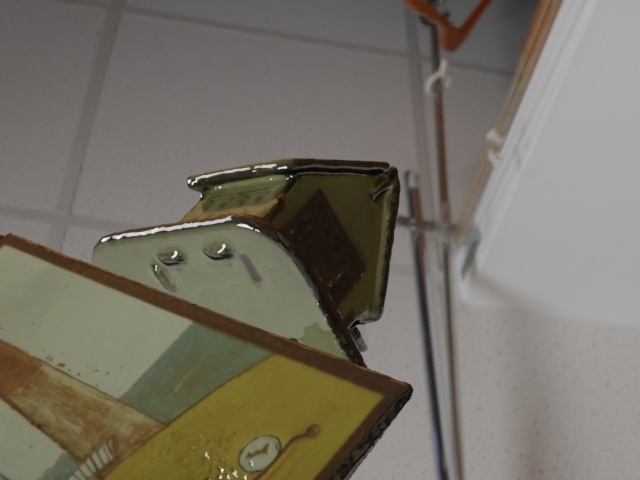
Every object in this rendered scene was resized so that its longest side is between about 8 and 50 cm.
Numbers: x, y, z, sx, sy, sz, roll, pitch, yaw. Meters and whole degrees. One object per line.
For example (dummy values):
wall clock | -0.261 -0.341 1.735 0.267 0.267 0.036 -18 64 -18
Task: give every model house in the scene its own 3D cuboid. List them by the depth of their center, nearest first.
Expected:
model house | 0.000 0.000 0.880 0.218 0.205 0.279 -5 -148 42

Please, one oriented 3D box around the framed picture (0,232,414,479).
framed picture | -0.148 0.106 0.472 0.324 0.013 0.244 16 -127 45
